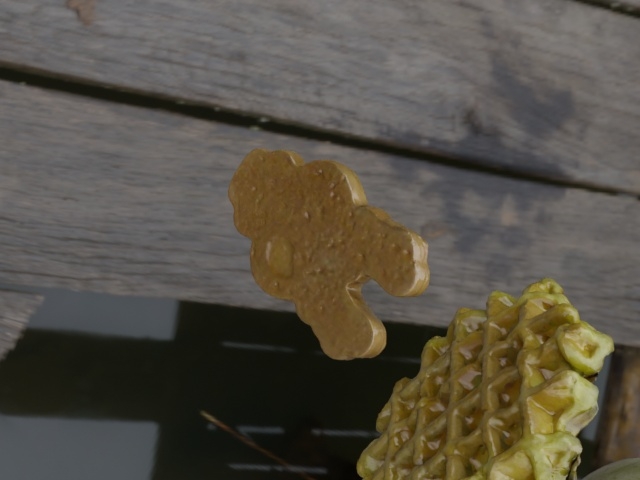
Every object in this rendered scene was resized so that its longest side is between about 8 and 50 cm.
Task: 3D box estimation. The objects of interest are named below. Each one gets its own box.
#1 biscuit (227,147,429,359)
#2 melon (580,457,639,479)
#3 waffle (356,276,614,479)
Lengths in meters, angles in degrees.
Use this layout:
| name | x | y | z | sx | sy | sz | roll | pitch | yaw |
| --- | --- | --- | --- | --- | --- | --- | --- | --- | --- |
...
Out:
| name | x | y | z | sx | sy | sz | roll | pitch | yaw |
| --- | --- | --- | --- | --- | --- | --- | --- | --- | --- |
| biscuit | -0.003 | 0.002 | 1.125 | 0.040 | 0.236 | 0.144 | 18 | 112 | -52 |
| melon | 0.315 | 0.377 | 1.164 | 0.268 | 0.268 | 0.330 | 21 | 80 | -34 |
| waffle | 0.125 | 0.174 | 1.073 | 0.062 | 0.329 | 0.329 | 36 | 73 | -19 |
